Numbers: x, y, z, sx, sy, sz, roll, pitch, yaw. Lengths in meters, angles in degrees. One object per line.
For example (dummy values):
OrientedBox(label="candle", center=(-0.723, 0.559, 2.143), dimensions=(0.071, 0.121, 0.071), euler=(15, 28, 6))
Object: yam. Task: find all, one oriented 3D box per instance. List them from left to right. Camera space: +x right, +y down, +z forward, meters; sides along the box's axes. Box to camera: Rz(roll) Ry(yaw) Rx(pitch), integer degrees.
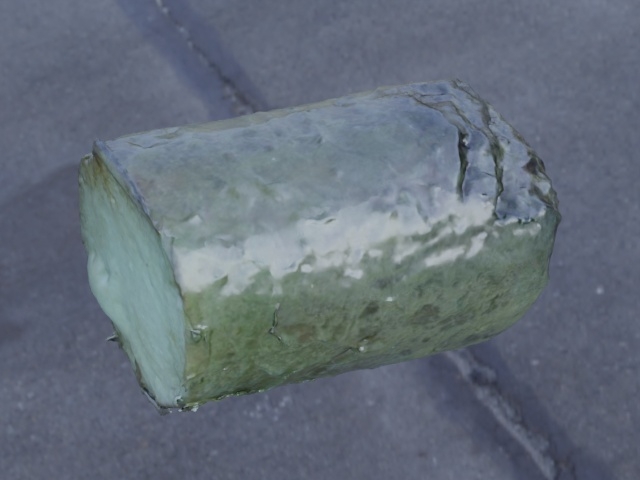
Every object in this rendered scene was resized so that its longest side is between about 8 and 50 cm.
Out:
OrientedBox(label="yam", center=(0.000, 0.000, 0.839), dimensions=(0.300, 0.195, 0.195), euler=(-12, 35, -19))
